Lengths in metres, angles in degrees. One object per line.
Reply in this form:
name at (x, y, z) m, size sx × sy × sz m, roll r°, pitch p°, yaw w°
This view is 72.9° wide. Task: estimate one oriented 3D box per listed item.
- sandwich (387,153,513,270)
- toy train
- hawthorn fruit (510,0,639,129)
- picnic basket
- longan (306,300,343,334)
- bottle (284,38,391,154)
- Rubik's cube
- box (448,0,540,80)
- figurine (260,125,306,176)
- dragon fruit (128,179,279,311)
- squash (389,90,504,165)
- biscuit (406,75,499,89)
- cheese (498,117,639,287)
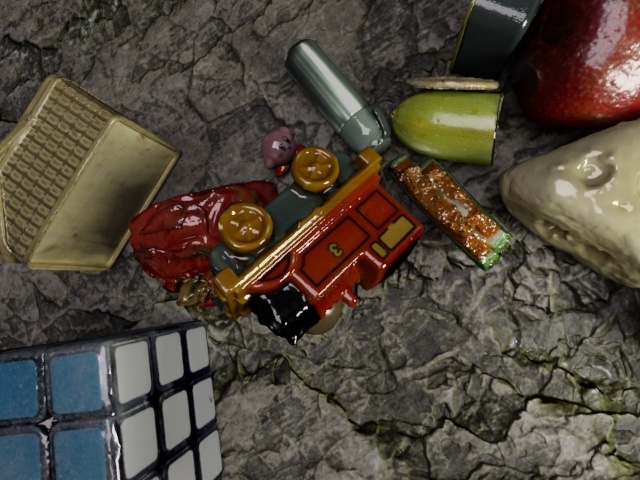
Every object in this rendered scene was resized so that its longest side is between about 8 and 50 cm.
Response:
sandwich at (0.205, -0.068, 0.708) m, size 0.079 × 0.159 × 0.235 m, roll -44°, pitch 58°, yaw 10°
toy train at (0.000, 0.000, 0.685) m, size 0.231 × 0.163 × 0.369 m, roll 43°, pitch 69°, yaw 13°
hawthorn fruit at (0.436, -0.266, 0.648) m, size 0.266 × 0.210 × 0.230 m, roll 23°, pitch 97°, yaw 9°
picnic basket at (-0.455, -0.109, 0.809) m, size 0.175 × 0.228 × 0.313 m, roll 32°, pitch 91°, yaw 12°
longan at (-0.017, 0.113, 0.761) m, size 0.113 × 0.092 × 0.113 m, roll -2°, pitch 80°, yaw 10°
bottle at (0.034, -0.262, 0.791) m, size 0.253 × 0.079 × 0.096 m, roll 54°, pitch 141°, yaw 12°
Rubik's cube at (-0.372, 0.306, 0.713) m, size 0.305 × 0.304 × 0.301 m, roll -10°, pitch 83°, yaw 9°
box at (0.285, -0.356, 0.692) m, size 0.090 × 0.201 × 0.144 m, roll 25°, pitch 89°, yaw 9°
figurine at (-0.079, -0.171, 0.817) m, size 0.083 × 0.071 × 0.067 m, roll -51°, pitch 35°, yaw -5°
dragon fruit at (-0.215, 0.020, 0.785) m, size 0.317 × 0.152 × 0.205 m, roll -20°, pitch 82°, yaw 9°
squash at (0.209, -0.193, 0.731) m, size 0.187 × 0.123 × 0.123 m, roll 10°, pitch 86°, yaw 15°
biscuit at (0.222, -0.264, 0.726) m, size 0.152 × 0.152 × 0.020 m, roll 6°, pitch 112°, yaw 13°
cheese at (0.405, -0.053, 0.652) m, size 0.248 × 0.173 × 0.251 m, roll -2°, pitch 89°, yaw 11°
